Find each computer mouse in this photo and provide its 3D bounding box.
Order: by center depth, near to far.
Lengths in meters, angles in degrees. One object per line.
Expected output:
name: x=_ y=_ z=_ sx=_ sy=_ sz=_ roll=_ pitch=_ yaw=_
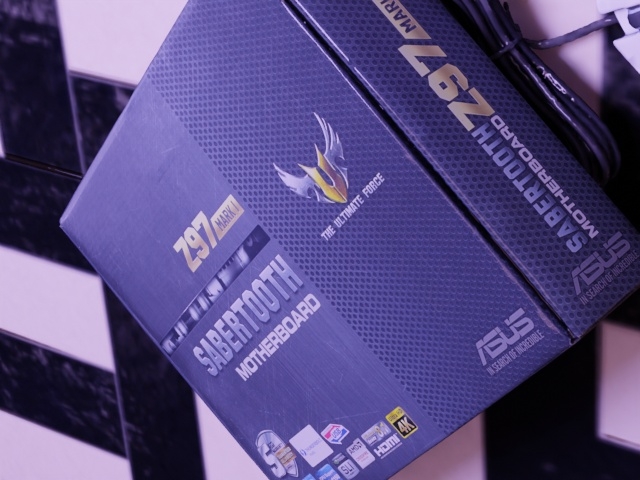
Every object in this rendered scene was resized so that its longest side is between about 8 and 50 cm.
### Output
computer mouse: x=0.119 y=-0.082 z=0.528 sx=0.193 sy=0.042 sz=0.106 roll=-22 pitch=98 yaw=45

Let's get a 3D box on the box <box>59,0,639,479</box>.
box: x=0.000 y=0.000 z=0.644 sx=0.183 sy=0.059 sz=0.232 roll=51 pitch=144 yaw=5
